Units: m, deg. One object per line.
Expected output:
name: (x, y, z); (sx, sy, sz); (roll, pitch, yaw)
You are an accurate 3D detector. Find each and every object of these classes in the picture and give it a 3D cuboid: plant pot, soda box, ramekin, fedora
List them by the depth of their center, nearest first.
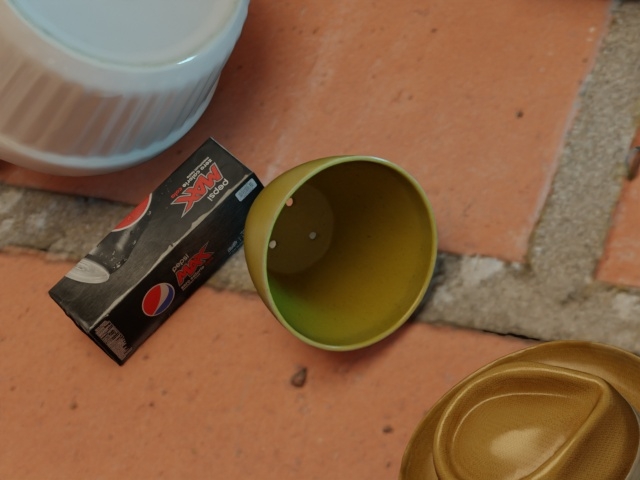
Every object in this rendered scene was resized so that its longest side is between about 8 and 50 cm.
fedora: (0.133, 0.130, 1.127); (0.194, 0.079, 0.194); (-11, 55, 16)
plant pot: (0.000, 0.000, 1.253); (0.134, 0.134, 0.095); (-47, 29, -10)
soda box: (-0.115, 0.007, 1.332); (0.169, 0.053, 0.060); (-44, 53, -9)
ramekin: (-0.176, -0.194, 1.347); (0.127, 0.273, 0.273); (-39, 34, 55)
